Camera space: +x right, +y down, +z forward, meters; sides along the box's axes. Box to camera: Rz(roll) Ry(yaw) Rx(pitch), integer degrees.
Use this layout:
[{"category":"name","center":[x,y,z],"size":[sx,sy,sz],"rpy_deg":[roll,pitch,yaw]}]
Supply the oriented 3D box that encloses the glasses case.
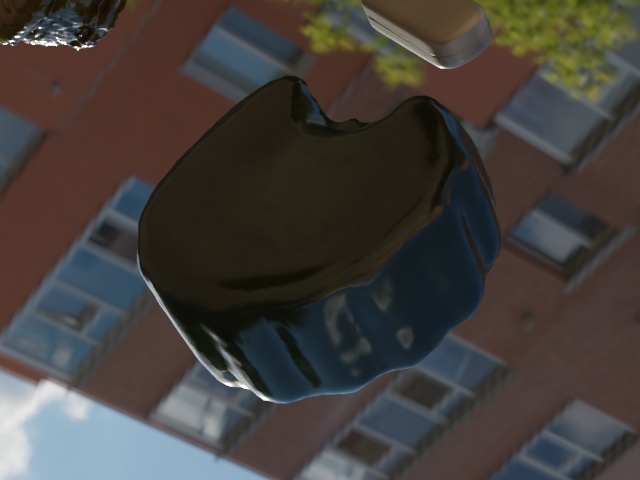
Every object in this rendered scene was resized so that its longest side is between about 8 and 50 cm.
[{"category":"glasses case","center":[0.122,-0.261,1.915],"size":[0.083,0.050,0.196],"rpy_deg":[-34,-142,-11]}]

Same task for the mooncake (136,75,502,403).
[{"category":"mooncake","center":[0.000,0.000,1.618],"size":[0.351,0.187,0.351],"rpy_deg":[-13,-136,13]}]

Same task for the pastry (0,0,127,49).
[{"category":"pastry","center":[-0.236,-0.260,1.429],"size":[0.188,0.103,0.189],"rpy_deg":[-2,-92,56]}]
